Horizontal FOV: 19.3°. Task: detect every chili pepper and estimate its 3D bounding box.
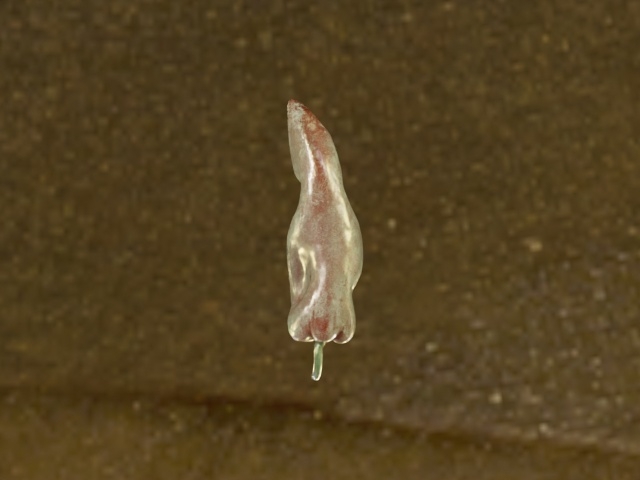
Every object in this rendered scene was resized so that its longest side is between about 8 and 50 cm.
[{"bbox_3d":[0.001,0.000,1.015,0.041,0.153,0.050,-1,-179,-39],"label":"chili pepper"}]
